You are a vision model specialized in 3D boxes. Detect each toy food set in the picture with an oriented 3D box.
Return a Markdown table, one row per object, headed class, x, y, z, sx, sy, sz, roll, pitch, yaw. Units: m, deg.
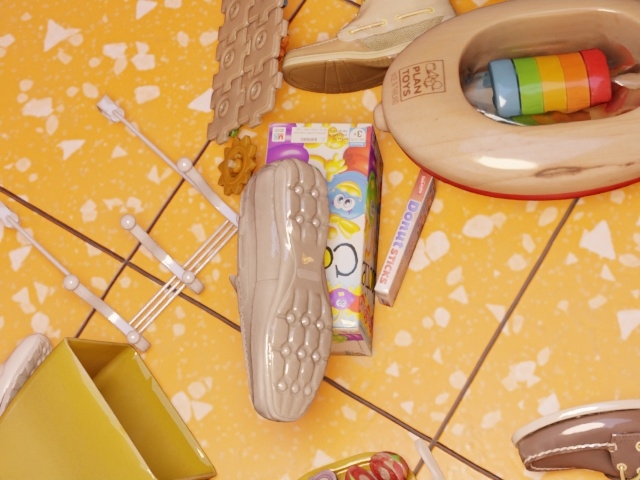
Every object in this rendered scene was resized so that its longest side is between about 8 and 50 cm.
| class | x | y | z | sx | sy | sz | roll | pitch | yaw |
| --- | --- | --- | --- | --- | --- | --- | --- | --- | --- |
| toy food set | 0.054 | 0.321 | 1.499 | 0.217 | 0.071 | 0.128 | -21 | 68 | 2 |

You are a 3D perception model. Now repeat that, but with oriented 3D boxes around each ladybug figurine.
| class | x | y | z | sx | sy | sz | roll | pitch | yaw |
| --- | --- | --- | --- | --- | --- | --- | --- | --- | --- |
| ladybug figurine | 0.294 | -0.173 | 1.577 | 0.449 | 0.162 | 0.305 | -3 | 56 | 5 |

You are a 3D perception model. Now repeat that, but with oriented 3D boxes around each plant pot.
| class | x | y | z | sx | sy | sz | roll | pitch | yaw |
| --- | --- | --- | --- | --- | --- | --- | --- | --- | --- |
| plant pot | -0.289 | 0.264 | 1.508 | 0.187 | 0.212 | 0.212 | -38 | 76 | 6 |

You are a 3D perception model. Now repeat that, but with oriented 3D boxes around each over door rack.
| class | x | y | z | sx | sy | sz | roll | pitch | yaw |
| --- | --- | --- | --- | --- | --- | --- | --- | --- | --- |
| over door rack | -0.282 | -0.035 | 1.672 | 0.324 | 0.108 | 0.239 | 40 | 80 | 21 |

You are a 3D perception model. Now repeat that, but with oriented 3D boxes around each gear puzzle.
| class | x | y | z | sx | sy | sz | roll | pitch | yaw |
| --- | --- | --- | --- | --- | --- | --- | --- | --- | --- |
| gear puzzle | -0.092 | -0.221 | 1.703 | 0.175 | 0.044 | 0.339 | -20 | 59 | 49 |

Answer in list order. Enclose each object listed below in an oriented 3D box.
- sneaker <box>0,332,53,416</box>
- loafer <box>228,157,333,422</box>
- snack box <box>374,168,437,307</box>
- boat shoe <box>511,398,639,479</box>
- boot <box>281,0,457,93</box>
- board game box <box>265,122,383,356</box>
| class | x | y | z | sx | sy | sz | roll | pitch | yaw |
| --- | --- | --- | --- | --- | --- | --- | --- | --- | --- |
| sneaker | -0.437 | 0.225 | 1.618 | 0.094 | 0.090 | 0.235 | 17 | 72 | 25 |
| loafer | -0.052 | 0.060 | 1.453 | 0.111 | 0.112 | 0.320 | -15 | 64 | 44 |
| snack box | 0.115 | -0.003 | 1.612 | 0.022 | 0.064 | 0.178 | 17 | 74 | 16 |
| boat shoe | 0.395 | 0.245 | 1.447 | 0.324 | 0.116 | 0.097 | -8 | 66 | 1 |
| boot | 0.063 | -0.325 | 1.724 | 0.261 | 0.095 | 0.204 | -11 | 69 | 4 |
| board game box | 0.000 | 0.000 | 1.589 | 0.142 | 0.144 | 0.275 | 1 | 71 | 10 |
